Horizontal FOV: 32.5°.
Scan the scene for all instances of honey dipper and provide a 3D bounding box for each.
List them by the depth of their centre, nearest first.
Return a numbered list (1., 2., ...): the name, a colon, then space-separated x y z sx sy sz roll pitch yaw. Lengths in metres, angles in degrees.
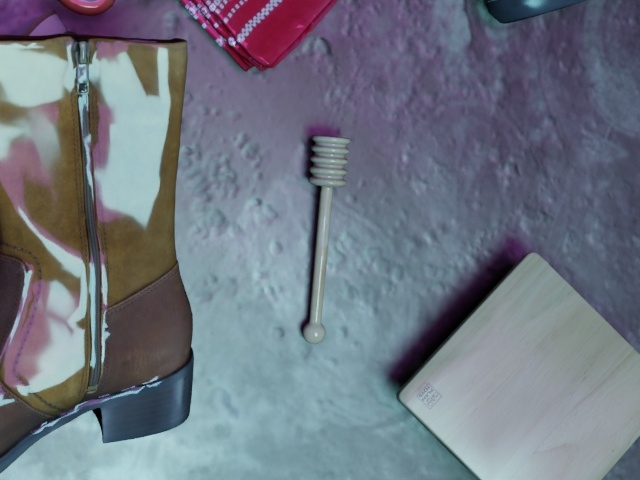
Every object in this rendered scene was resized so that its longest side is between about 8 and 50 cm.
1. honey dipper: 0.000 0.000 0.843 0.031 0.030 0.160 5 96 -19

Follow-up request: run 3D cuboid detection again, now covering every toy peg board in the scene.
1. toy peg board: 0.165 0.124 0.889 0.160 0.079 0.161 44 79 0

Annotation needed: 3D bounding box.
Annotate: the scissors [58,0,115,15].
1. scissors: -0.155 -0.304 0.743 0.109 0.021 0.297 -11 97 -16

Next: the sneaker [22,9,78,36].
1. sneaker: -0.208 -0.059 0.748 0.086 0.064 0.192 38 78 -12

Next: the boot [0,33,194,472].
1. boot: -0.204 0.012 0.697 0.264 0.096 0.280 -8 113 -19

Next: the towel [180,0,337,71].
1. towel: -0.070 -0.283 0.801 0.199 0.031 0.275 -46 105 -12

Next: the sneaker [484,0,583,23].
1. sneaker: 0.227 -0.246 0.873 0.235 0.084 0.097 -19 98 -16
